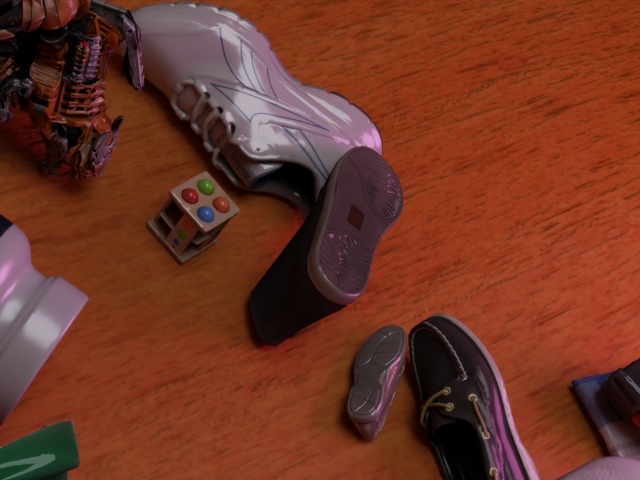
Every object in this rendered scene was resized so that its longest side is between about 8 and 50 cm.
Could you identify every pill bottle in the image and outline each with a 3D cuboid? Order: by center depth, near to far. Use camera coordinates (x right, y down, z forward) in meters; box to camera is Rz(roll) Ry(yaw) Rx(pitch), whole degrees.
[{"bbox_3d":[-0.323,0.021,1.204,0.264,0.153,0.153,36,44,-6],"label":"pill bottle"}]

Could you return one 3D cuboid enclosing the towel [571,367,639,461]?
[{"bbox_3d":[0.397,0.252,1.603,0.209,0.034,0.285,-8,60,-36],"label":"towel"}]

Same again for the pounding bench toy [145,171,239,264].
[{"bbox_3d":[-0.108,-0.029,1.452,0.052,0.065,0.083,48,44,8],"label":"pounding bench toy"}]

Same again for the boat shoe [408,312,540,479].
[{"bbox_3d":[0.135,0.172,1.449,0.068,0.081,0.228,-6,63,-42],"label":"boat shoe"}]

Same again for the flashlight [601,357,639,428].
[{"bbox_3d":[0.413,0.233,1.536,0.103,0.103,0.304,-33,75,-16],"label":"flashlight"}]

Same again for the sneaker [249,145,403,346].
[{"bbox_3d":[0.000,0.000,1.468,0.083,0.118,0.222,43,38,-13],"label":"sneaker"}]

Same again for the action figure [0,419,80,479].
[{"bbox_3d":[-0.293,0.207,1.122,0.232,0.137,0.063,-19,46,-33],"label":"action figure"}]

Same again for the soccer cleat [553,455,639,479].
[{"bbox_3d":[0.281,0.356,1.375,0.143,0.116,0.331,-2,64,-31],"label":"soccer cleat"}]

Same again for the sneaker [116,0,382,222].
[{"bbox_3d":[-0.077,-0.128,1.526,0.297,0.111,0.129,32,51,-8],"label":"sneaker"}]

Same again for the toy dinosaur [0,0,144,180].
[{"bbox_3d":[-0.263,-0.211,1.362,0.164,0.218,0.322,-24,114,-74],"label":"toy dinosaur"}]

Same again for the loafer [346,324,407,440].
[{"bbox_3d":[0.054,0.134,1.461,0.045,0.039,0.125,1,40,21],"label":"loafer"}]
